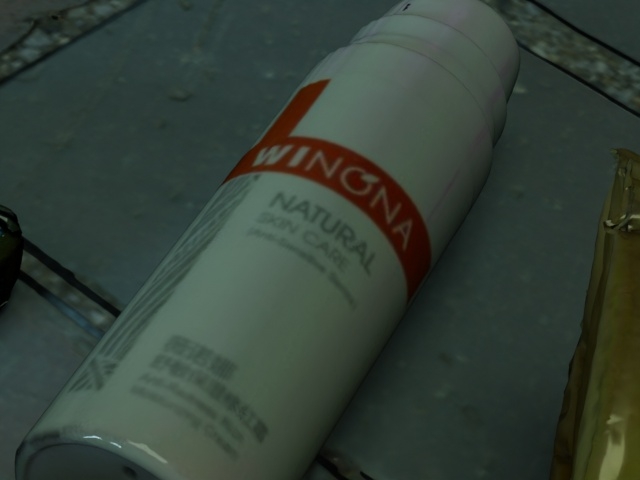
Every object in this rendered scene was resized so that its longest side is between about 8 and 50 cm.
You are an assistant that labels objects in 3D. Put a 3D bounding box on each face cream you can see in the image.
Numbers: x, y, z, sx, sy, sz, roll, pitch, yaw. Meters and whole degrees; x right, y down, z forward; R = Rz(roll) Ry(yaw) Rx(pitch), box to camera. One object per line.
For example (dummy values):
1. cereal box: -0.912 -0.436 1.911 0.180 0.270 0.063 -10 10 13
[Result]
1. face cream: 0.000 0.000 0.710 0.102 0.102 0.345 23 48 11

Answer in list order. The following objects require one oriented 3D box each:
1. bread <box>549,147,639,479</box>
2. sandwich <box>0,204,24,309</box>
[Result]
1. bread: 0.154 0.107 0.565 0.156 0.204 0.288 11 41 6
2. sandwich: -0.241 0.005 0.671 0.235 0.079 0.159 -2 47 -13
